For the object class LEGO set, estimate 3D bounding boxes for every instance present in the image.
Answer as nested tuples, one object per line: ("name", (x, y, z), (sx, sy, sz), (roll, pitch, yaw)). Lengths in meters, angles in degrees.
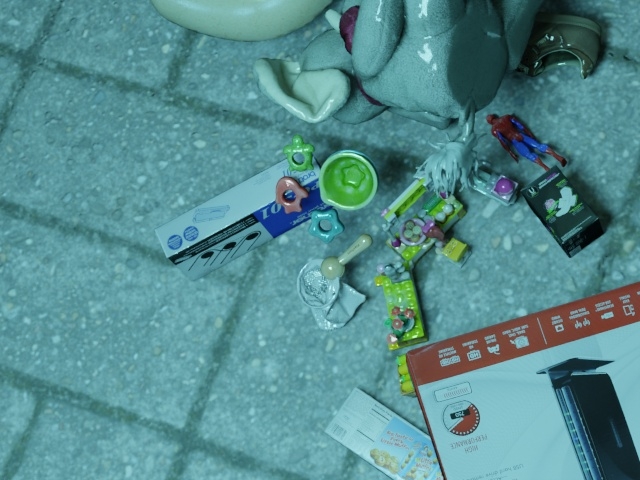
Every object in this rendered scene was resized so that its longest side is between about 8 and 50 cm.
("LEGO set", (0.114, 0.028, 1.932), (0.132, 0.107, 0.287), (20, 78, 20))

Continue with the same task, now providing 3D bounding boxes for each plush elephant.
("plush elephant", (0.084, -0.224, 1.910), (0.255, 0.272, 0.330), (11, 93, 40))

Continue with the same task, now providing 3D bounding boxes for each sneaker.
("sneaker", (0.237, -0.233, 2.009), (0.188, 0.066, 0.071), (4, 72, 16))

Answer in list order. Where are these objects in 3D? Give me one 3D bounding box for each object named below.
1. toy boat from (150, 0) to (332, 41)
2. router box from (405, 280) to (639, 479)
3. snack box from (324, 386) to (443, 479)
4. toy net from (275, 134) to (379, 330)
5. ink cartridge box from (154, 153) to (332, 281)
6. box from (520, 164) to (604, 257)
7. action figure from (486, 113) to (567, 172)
("toy boat", (-0.067, -0.397, 2.119), (0.268, 0.148, 0.318), (14, 83, 24))
("router box", (0.295, 0.218, 1.808), (0.336, 0.082, 0.301), (-17, 68, -1))
("snack box", (0.093, 0.240, 1.911), (0.178, 0.022, 0.064), (33, 82, 22))
("toy net", (0.000, 0.000, 1.935), (0.122, 0.045, 0.232), (10, 110, 9))
("ink cartridge box", (-0.085, -0.030, 2.009), (0.207, 0.097, 0.046), (-28, 67, 4))
("box", (0.277, -0.033, 1.934), (0.052, 0.062, 0.083), (-36, 67, 3))
("action figure", (0.237, -0.115, 1.991), (0.038, 0.030, 0.115), (-43, 62, -8))
